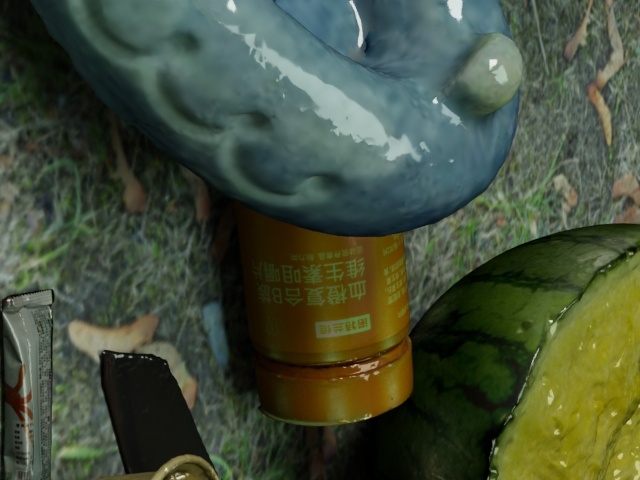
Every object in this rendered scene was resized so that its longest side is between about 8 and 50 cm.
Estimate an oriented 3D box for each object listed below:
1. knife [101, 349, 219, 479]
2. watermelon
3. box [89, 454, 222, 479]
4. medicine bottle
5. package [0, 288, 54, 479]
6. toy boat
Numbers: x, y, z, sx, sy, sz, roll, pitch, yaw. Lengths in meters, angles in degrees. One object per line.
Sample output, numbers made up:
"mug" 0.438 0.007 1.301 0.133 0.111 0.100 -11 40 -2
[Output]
"knife" -0.075 0.146 0.980 0.060 0.028 0.230 -42 128 -29
"watermelon" 0.130 0.144 1.138 0.331 0.189 0.330 -13 108 -44
"box" -0.075 0.194 0.912 0.111 0.111 0.177 -54 137 -37
"medicine bottle" 0.000 0.000 0.996 0.096 0.096 0.191 -28 119 -51
"package" -0.145 0.080 0.865 0.037 0.015 0.110 -9 102 -55
"toy boat" -0.017 -0.144 0.837 0.330 0.123 0.215 52 49 -16
